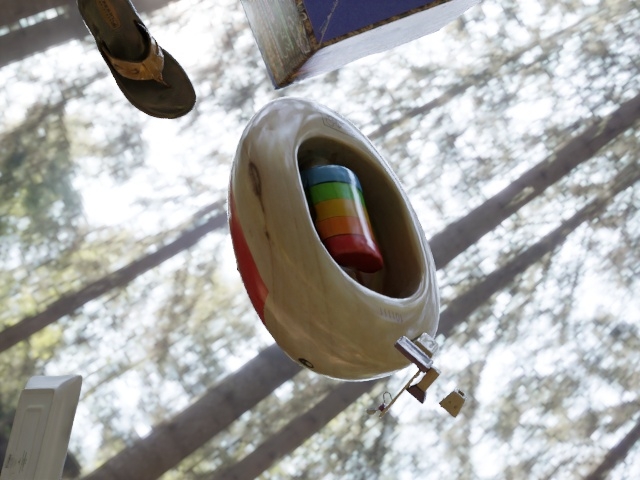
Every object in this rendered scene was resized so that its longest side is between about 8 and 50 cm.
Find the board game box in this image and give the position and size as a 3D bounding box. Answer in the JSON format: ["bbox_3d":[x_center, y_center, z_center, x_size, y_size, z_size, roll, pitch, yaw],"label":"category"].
[{"bbox_3d":[0.049,-0.292,1.337,0.291,0.232,0.141,173,-104,-79],"label":"board game box"}]

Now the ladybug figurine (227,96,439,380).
[{"bbox_3d":[0.000,0.000,1.565,0.162,0.305,0.449,-43,-138,34],"label":"ladybug figurine"}]

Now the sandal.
[{"bbox_3d":[-0.245,-0.255,1.573,0.219,0.090,0.060,60,-11,-11],"label":"sandal"}]

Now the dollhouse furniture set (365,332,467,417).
[{"bbox_3d":[0.097,0.151,1.205,0.091,0.114,0.081,41,-76,7],"label":"dollhouse furniture set"}]

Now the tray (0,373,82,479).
[{"bbox_3d":[-0.430,0.327,1.751,0.145,0.030,0.270,-8,-115,45],"label":"tray"}]
